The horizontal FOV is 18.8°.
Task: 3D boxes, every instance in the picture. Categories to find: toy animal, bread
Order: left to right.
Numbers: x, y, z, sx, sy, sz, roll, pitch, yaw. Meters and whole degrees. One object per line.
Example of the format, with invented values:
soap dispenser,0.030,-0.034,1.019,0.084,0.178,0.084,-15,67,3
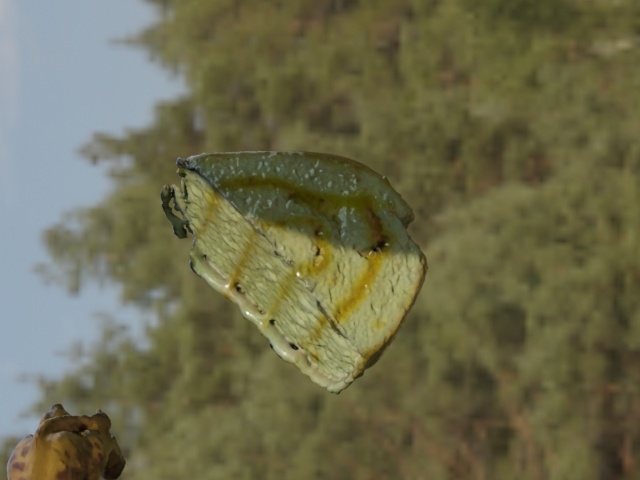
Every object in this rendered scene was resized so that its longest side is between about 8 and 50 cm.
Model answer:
toy animal,-0.151,0.187,1.079,0.275,0.054,0.149,-76,-18,-69
bread,-0.003,-0.005,1.097,0.110,0.156,0.103,-41,-4,-21
